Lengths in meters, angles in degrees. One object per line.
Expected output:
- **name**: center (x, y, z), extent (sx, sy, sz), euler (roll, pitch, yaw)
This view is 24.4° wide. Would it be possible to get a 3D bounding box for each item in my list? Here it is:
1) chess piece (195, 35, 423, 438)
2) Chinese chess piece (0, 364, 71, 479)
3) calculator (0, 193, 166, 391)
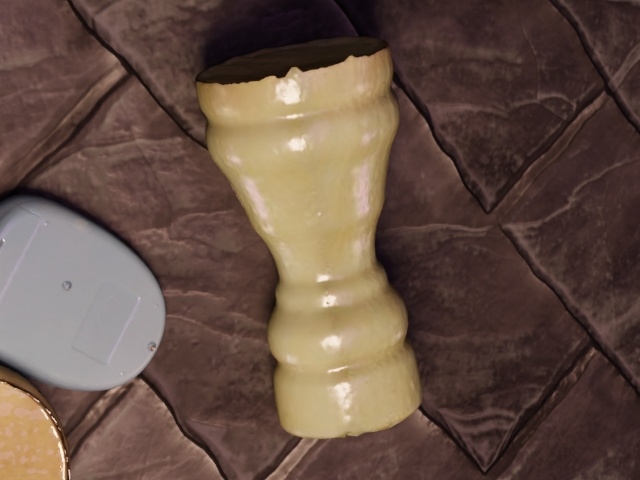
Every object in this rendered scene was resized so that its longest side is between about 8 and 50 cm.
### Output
- **chess piece**: center (0.000, 0.000, 1.717), extent (0.234, 0.234, 0.442), euler (-17, 107, -28)
- **Chinese chess piece**: center (-0.387, 0.247, 1.566), extent (0.250, 0.103, 0.249), euler (-3, 96, -29)
- **calculator**: center (-0.302, 0.056, 1.633), extent (0.303, 0.042, 0.188), euler (31, 79, -32)
